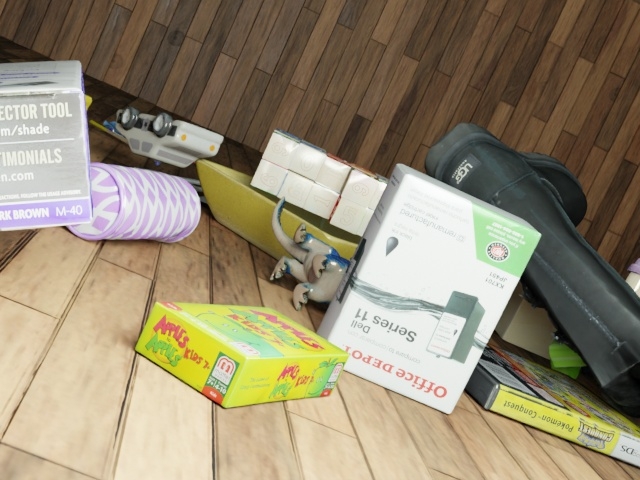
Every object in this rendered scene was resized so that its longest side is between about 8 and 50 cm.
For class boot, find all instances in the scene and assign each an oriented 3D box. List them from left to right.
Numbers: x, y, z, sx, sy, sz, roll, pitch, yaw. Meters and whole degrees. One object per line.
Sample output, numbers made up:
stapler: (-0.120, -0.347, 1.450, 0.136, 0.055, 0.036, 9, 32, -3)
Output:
boot: (0.374, 0.049, 1.454, 0.367, 0.146, 0.445, 14, 29, -45)

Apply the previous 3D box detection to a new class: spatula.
spatula: (-0.201, -0.084, 1.816, 0.168, 0.019, 0.242, 21, 4, 18)

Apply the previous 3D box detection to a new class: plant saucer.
plant saucer: (0.000, 0.000, 1.599, 0.333, 0.081, 0.333, 18, 11, -47)

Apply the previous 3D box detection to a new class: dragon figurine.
dragon figurine: (0.025, 0.046, 1.289, 0.144, 0.085, 0.289, 23, 11, -30)

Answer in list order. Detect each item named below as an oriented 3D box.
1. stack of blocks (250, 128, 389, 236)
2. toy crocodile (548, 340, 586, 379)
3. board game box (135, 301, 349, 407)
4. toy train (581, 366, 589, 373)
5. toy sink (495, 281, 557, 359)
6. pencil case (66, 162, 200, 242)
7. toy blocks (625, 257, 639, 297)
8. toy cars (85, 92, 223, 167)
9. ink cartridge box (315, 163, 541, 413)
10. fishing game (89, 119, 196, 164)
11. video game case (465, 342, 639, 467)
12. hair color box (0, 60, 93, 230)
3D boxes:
stack of blocks: (0.048, -0.066, 1.561, 0.297, 0.087, 0.171, 25, 7, -4)
toy crocodile: (0.445, 0.159, 1.605, 0.115, 0.105, 0.341, -9, -8, 37)
board game box: (-0.058, 0.091, 0.849, 0.092, 0.043, 0.181, 27, 7, 25)
toy train: (0.524, 0.142, 1.838, 0.143, 0.105, 0.248, 12, 54, -12)
toy sink: (0.380, 0.115, 1.838, 0.153, 0.131, 0.234, 23, 12, -12)
pencil case: (-0.210, -0.036, 1.154, 0.086, 0.088, 0.206, 64, 17, 11)
toy blocks: (0.660, 0.046, 1.584, 0.309, 0.260, 0.288, 31, -1, -27)
toy cars: (-0.337, -0.174, 1.582, 0.394, 0.087, 0.176, 17, 0, 6)
ink cartridge box: (0.104, 0.049, 1.054, 0.153, 0.208, 0.087, 23, 10, -6)
fishing game: (-0.354, -0.209, 2.133, 0.189, 0.041, 0.264, 31, 8, 25)
video game case: (0.262, 0.185, 1.292, 0.248, 0.035, 0.275, 22, 6, -17)
hair color box: (-0.292, -0.090, 0.888, 0.185, 0.110, 0.339, -5, 13, -11)
